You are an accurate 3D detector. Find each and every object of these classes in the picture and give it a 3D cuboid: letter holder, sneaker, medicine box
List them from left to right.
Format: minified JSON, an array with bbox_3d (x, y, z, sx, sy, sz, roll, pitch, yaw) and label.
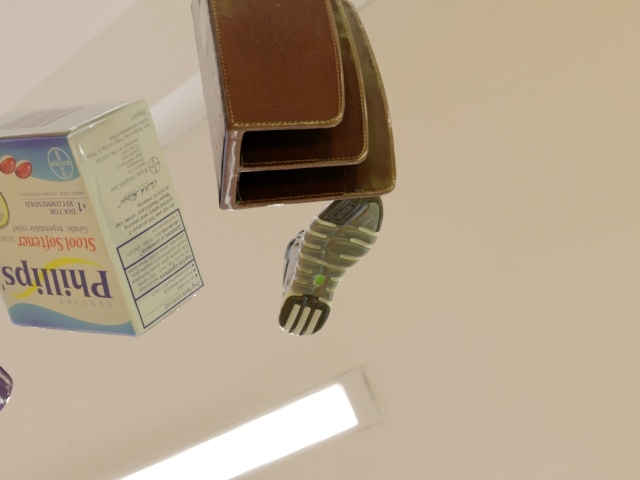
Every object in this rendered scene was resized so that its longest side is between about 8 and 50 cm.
[{"bbox_3d":[-0.335,-0.032,1.455,0.263,0.149,0.289,1,-65,36],"label":"medicine box"},{"bbox_3d":[-0.021,-0.205,1.184,0.152,0.214,0.301,103,-21,-58],"label":"letter holder"},{"bbox_3d":[0.000,0.000,1.358,0.228,0.086,0.132,-60,-159,26],"label":"sneaker"}]

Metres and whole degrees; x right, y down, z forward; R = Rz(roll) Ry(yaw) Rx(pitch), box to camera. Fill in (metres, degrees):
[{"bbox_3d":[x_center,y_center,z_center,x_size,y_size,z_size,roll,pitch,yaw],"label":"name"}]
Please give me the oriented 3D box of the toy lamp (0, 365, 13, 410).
[{"bbox_3d":[-0.410,0.082,0.975,0.275,0.080,0.080,38,-55,-24],"label":"toy lamp"}]
